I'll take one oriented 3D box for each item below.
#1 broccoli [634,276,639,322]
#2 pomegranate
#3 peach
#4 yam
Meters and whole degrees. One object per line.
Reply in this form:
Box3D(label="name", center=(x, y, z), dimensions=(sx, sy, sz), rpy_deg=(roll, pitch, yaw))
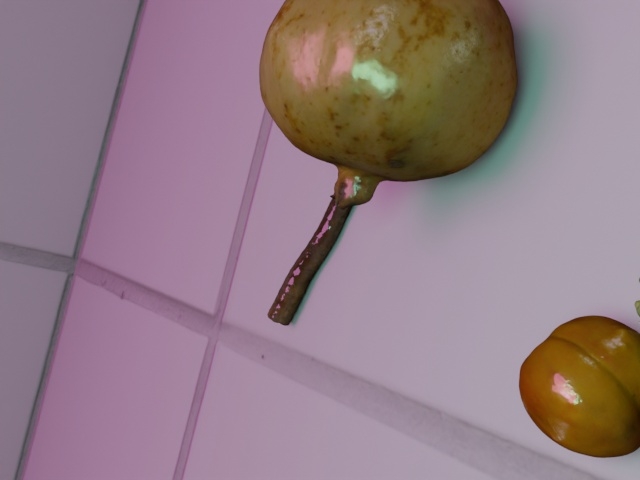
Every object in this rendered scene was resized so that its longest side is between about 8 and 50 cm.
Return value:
Box3D(label="broccoli", center=(0.331, 0.070, 0.627), dimensions=(0.248, 0.246, 0.288), rpy_deg=(-44, 38, 51))
Box3D(label="pomegranate", center=(0.088, -0.202, 1.043), dimensions=(0.342, 0.343, 0.342), rpy_deg=(-27, 55, 49))
Box3D(label="peach", center=(0.273, 0.146, 0.787), dimensions=(0.138, 0.138, 0.138), rpy_deg=(-27, 55, 49))
Box3D(label="yam", center=(0.000, 0.000, 1.329), dimensions=(0.326, 0.045, 0.045), rpy_deg=(-62, 4, 17))
